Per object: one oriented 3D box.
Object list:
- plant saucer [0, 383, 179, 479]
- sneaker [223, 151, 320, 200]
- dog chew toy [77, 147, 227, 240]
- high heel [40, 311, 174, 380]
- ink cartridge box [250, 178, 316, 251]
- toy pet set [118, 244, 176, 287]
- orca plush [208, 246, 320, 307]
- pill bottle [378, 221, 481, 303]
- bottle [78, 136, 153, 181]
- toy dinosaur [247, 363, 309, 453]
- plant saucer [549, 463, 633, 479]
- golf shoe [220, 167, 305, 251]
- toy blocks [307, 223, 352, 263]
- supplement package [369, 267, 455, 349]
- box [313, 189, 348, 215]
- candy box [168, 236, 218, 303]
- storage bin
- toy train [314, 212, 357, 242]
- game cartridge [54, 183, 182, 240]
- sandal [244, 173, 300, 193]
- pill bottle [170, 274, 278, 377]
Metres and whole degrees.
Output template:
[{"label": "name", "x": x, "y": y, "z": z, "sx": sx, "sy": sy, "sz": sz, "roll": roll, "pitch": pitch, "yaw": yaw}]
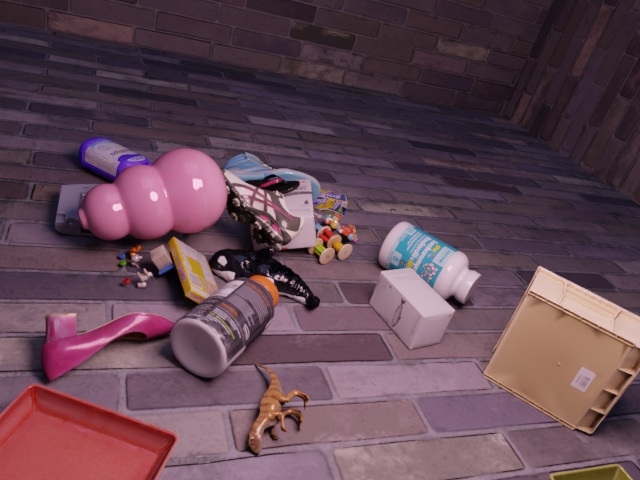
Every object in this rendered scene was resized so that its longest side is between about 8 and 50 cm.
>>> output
[{"label": "plant saucer", "x": -0.372, "y": 0.342, "z": 0.772, "sx": 0.258, "sy": 0.048, "sz": 0.259, "roll": 18, "pitch": 28, "yaw": 3}, {"label": "sneaker", "x": -0.163, "y": -0.203, "z": 1.722, "sx": 0.319, "sy": 0.127, "sz": 0.208, "roll": 4, "pitch": 31, "yaw": -8}, {"label": "dog chew toy", "x": -0.393, "y": -0.095, "z": 1.288, "sx": 0.332, "sy": 0.207, "sz": 0.206, "roll": -19, "pitch": 43, "yaw": -25}, {"label": "high heel", "x": -0.383, "y": 0.196, "z": 1.018, "sx": 0.244, "sy": 0.082, "sz": 0.117, "roll": 10, "pitch": 59, "yaw": -41}, {"label": "ink cartridge box", "x": -0.103, "y": -0.077, "z": 1.542, "sx": 0.172, "sy": 0.100, "sz": 0.237, "roll": -5, "pitch": 31, "yaw": 0}, {"label": "toy pet set", "x": -0.391, "y": 0.061, "z": 1.261, "sx": 0.114, "sy": 0.065, "sz": 0.122, "roll": -28, "pitch": 38, "yaw": -6}, {"label": "orca plush", "x": -0.127, "y": 0.072, "z": 1.314, "sx": 0.287, "sy": 0.102, "sz": 0.151, "roll": 28, "pitch": 31, "yaw": 18}, {"label": "pill bottle", "x": 0.302, "y": 0.067, "z": 1.508, "sx": 0.264, "sy": 0.146, "sz": 0.146, "roll": 31, "pitch": 32, "yaw": 24}, {"label": "bottle", "x": -0.553, "y": -0.206, "z": 1.577, "sx": 0.283, "sy": 0.092, "sz": 0.118, "roll": 26, "pitch": 26, "yaw": 15}, {"label": "toy dinosaur", "x": -0.080, "y": 0.289, "z": 1.003, "sx": 0.112, "sy": 0.064, "sz": 0.211, "roll": 15, "pitch": 29, "yaw": -2}, {"label": "plant saucer", "x": 0.525, "y": 0.501, "z": 0.979, "sx": 0.188, "sy": 0.045, "sz": 0.188, "roll": 4, "pitch": 31, "yaw": -23}, {"label": "golf shoe", "x": -0.163, "y": -0.091, "z": 1.394, "sx": 0.120, "sy": 0.105, "sz": 0.273, "roll": -37, "pitch": 75, "yaw": -30}, {"label": "toy blocks", "x": 0.000, "y": 0.000, "z": 1.557, "sx": 0.123, "sy": 0.054, "sz": 0.148, "roll": -11, "pitch": 39, "yaw": -40}, {"label": "supplement package", "x": 0.220, "y": 0.162, "z": 1.342, "sx": 0.105, "sy": 0.105, "sz": 0.179, "roll": -3, "pitch": 34, "yaw": -33}, {"label": "box", "x": 0.002, "y": -0.131, "z": 1.786, "sx": 0.169, "sy": 0.054, "sz": 0.059, "roll": 12, "pitch": 29, "yaw": -10}, {"label": "candy box", "x": -0.284, "y": 0.077, "z": 1.249, "sx": 0.105, "sy": 0.027, "sz": 0.206, "roll": 42, "pitch": 9, "yaw": -41}, {"label": "storage bin", "x": 0.535, "y": 0.244, "z": 1.208, "sx": 0.260, "sy": 0.262, "sz": 0.123, "roll": 29, "pitch": 32, "yaw": 21}, {"label": "toy train", "x": 0.058, "y": -0.049, "z": 1.629, "sx": 0.166, "sy": 0.046, "sz": 0.125, "roll": 37, "pitch": 3, "yaw": 35}, {"label": "game cartridge", "x": -0.515, "y": -0.077, "z": 1.418, "sx": 0.297, "sy": 0.062, "sz": 0.198, "roll": 4, "pitch": 27, "yaw": -22}, {"label": "sandal", "x": -0.147, "y": -0.163, "z": 1.552, "sx": 0.179, "sy": 0.040, "sz": 0.067, "roll": 3, "pitch": 32, "yaw": 16}, {"label": "pill bottle", "x": -0.178, "y": 0.157, "z": 1.110, "sx": 0.130, "sy": 0.130, "sz": 0.245, "roll": 26, "pitch": 30, "yaw": 15}]
